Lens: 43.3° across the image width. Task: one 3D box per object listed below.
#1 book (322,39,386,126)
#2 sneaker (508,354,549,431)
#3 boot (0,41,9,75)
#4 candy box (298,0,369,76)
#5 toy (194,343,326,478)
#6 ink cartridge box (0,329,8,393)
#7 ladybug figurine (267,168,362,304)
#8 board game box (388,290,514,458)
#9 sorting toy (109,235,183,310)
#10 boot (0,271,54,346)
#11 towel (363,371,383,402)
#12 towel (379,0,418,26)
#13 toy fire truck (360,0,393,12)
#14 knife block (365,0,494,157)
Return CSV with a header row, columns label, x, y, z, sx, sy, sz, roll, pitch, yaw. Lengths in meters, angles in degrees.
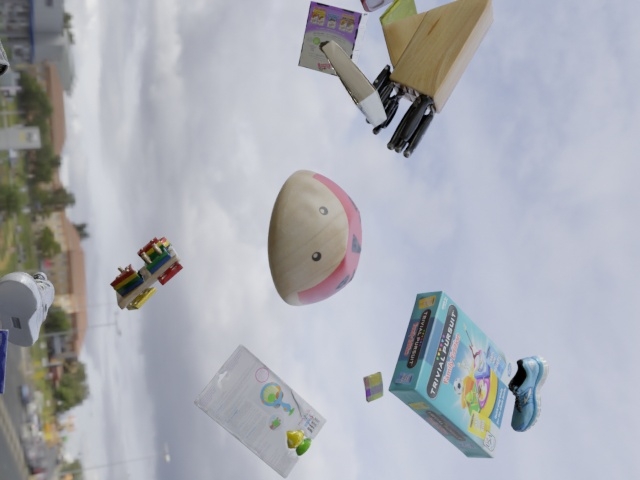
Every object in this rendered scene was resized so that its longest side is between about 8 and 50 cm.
label,x,y,z,sx,sy,sz,roll,pitch,yaw
book,0.050,-0.221,1.143,0.096,0.035,0.144,57,8,12
sneaker,0.406,0.309,1.637,0.063,0.073,0.162,-156,-106,-66
boot,-0.411,-0.291,0.931,0.189,0.076,0.208,-81,146,-78
candy box,0.037,-0.592,2.380,0.070,0.165,0.196,-35,141,-64
toy,-0.115,0.320,1.513,0.237,0.137,0.056,44,-20,-15
ink cartridge box,-0.729,0.228,1.413,0.065,0.333,0.165,-114,-147,-53
ladybug figurine,0.000,0.000,1.802,0.449,0.162,0.305,15,81,-80
board game box,0.314,0.315,1.865,0.079,0.336,0.253,-11,-133,42
sorting toy,-0.318,0.052,1.428,0.046,0.132,0.274,51,-6,-17
boot,-0.609,0.109,1.670,0.258,0.095,0.123,118,-13,-51
towel,0.151,0.415,2.284,0.009,0.060,0.083,32,-44,59
towel,0.187,-0.442,1.765,0.021,0.102,0.237,34,-11,27
toy fire truck,0.208,-0.661,1.835,0.169,0.302,0.254,66,7,19
knife block,0.208,-0.292,1.473,0.088,0.276,0.242,39,36,-72
